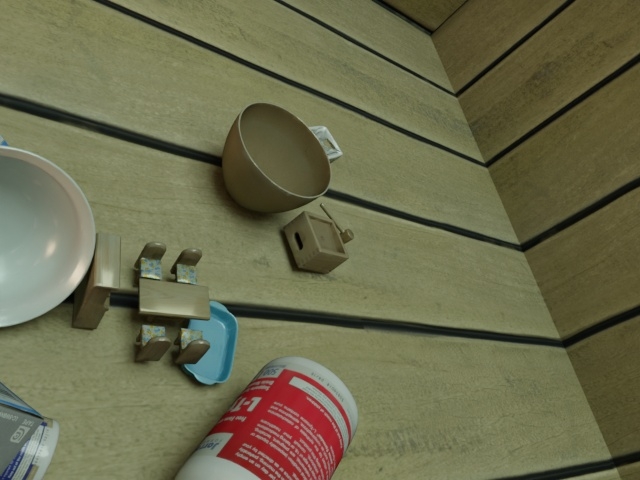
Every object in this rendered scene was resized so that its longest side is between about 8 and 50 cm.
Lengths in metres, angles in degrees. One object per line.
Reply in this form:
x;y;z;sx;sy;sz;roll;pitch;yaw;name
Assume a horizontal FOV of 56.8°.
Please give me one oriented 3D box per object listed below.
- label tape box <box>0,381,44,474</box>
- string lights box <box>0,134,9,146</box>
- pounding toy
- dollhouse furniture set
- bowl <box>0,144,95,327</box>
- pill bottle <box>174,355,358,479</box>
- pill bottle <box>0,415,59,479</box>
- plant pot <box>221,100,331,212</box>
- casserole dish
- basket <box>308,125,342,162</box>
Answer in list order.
-0.536;0.275;0.685;0.240;0.106;0.334;29;72;20;label tape box
-0.660;-0.181;1.055;0.260;0.076;0.133;53;39;1;string lights box
0.000;-0.007;1.599;0.206;0.094;0.181;15;45;-50;pounding toy
-0.313;0.093;1.097;0.242;0.161;0.212;11;51;-31;dollhouse furniture set
-0.530;-0.020;0.957;0.297;0.298;0.134;17;10;-37;bowl
-0.107;0.408;1.034;0.229;0.229;0.408;49;37;-4;pill bottle
-0.484;0.284;0.838;0.186;0.112;0.112;29;43;-28;pill bottle
-0.140;-0.181;1.502;0.284;0.191;0.284;27;45;-30;plant pot
-0.232;0.213;1.219;0.114;0.037;0.188;30;44;-27;casserole dish
-0.036;-0.260;1.745;0.167;0.103;0.113;-21;77;-51;basket
